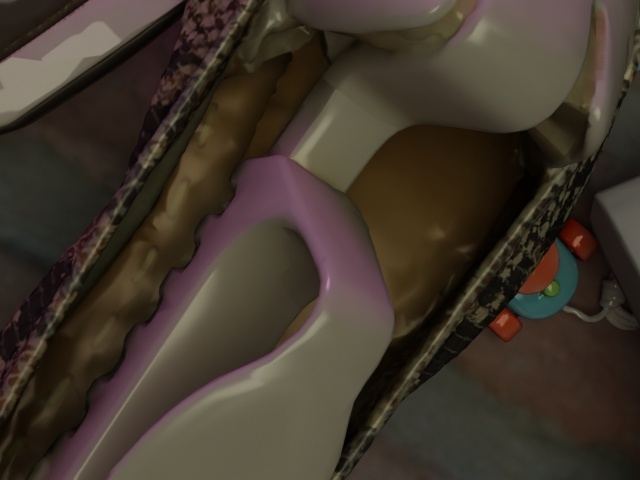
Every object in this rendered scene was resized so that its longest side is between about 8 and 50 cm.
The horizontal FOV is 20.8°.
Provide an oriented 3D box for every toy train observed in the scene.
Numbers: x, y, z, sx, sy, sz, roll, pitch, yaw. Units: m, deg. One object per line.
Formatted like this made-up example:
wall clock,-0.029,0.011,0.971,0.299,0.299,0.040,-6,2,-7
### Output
toy train,0.100,-0.039,0.707,0.125,0.046,0.166,-6,97,-7

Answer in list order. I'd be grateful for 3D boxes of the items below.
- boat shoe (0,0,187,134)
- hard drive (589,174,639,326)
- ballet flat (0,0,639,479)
boat shoe,-0.199,-0.041,0.633,0.324,0.116,0.097,-34,95,-7
hard drive,0.312,0.020,0.656,0.353,0.047,0.233,-22,68,-5
ballet flat,0.000,0.000,0.583,0.164,0.182,0.483,34,85,-12
